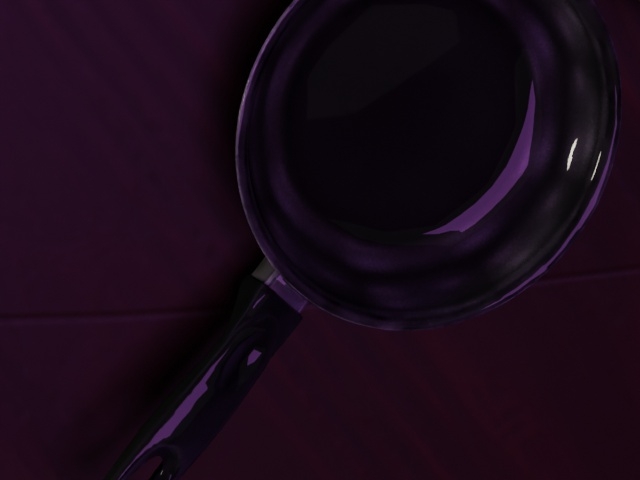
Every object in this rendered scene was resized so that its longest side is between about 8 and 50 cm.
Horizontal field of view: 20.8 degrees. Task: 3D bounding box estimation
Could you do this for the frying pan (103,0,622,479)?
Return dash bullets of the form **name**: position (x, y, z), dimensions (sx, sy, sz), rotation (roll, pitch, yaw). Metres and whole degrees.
- **frying pan**: position (0.027, 0.006, 0.838), dimensions (0.197, 0.053, 0.326), rotation (17, 103, -25)
